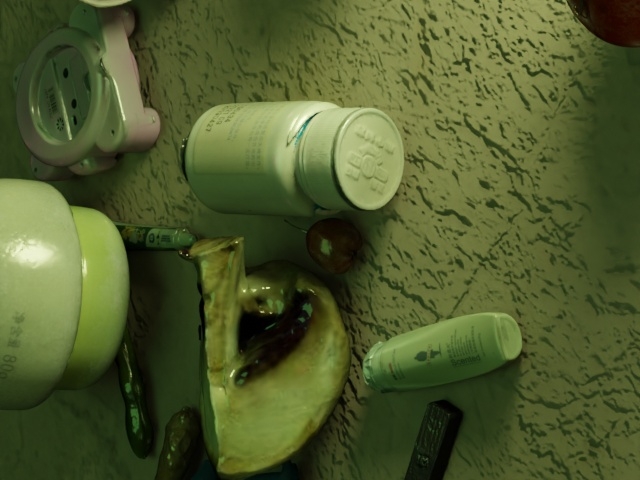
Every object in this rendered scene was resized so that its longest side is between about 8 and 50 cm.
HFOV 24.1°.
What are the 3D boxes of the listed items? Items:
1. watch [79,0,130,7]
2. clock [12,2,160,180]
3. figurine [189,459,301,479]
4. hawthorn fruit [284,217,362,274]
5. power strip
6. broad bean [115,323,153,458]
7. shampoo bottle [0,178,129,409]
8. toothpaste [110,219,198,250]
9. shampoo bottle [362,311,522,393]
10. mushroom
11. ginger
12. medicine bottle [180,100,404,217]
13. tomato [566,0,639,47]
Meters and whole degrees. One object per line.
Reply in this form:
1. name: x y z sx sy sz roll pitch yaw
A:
1. watch: -0.280 -0.447 1.980 0.196 0.231 0.244 43 123 37
2. clock: -0.346 -0.206 2.153 0.248 0.090 0.227 -25 74 43
3. figurine: -0.116 0.429 1.900 0.416 0.243 0.298 -32 78 62
4. hawthorn fruit: 0.000 0.000 1.836 0.103 0.067 0.066 20 106 25
5. power strip: 0.131 0.243 1.752 0.038 0.029 0.111 29 111 39
6. broad bean: -0.274 0.199 2.134 0.069 0.039 0.226 -44 59 57
7. shampoo bottle: -0.445 0.074 2.073 0.322 0.317 0.322 -10 78 58
8. toothpaste: -0.240 -0.004 2.098 0.204 0.031 0.049 2 92 46
9. shampoo bottle: 0.138 0.131 1.727 0.212 0.049 0.072 -21 82 43
10. mushroom: -0.075 0.128 1.891 0.217 0.212 0.292 -137 31 -86
11. ginger: -0.206 0.311 2.055 0.069 0.051 0.173 -102 33 -67
12. medicine bottle: -0.034 -0.098 1.817 0.258 0.143 0.143 4 95 45
13. tomato: 0.313 -0.287 1.464 0.187 0.151 0.187 164 90 -85
